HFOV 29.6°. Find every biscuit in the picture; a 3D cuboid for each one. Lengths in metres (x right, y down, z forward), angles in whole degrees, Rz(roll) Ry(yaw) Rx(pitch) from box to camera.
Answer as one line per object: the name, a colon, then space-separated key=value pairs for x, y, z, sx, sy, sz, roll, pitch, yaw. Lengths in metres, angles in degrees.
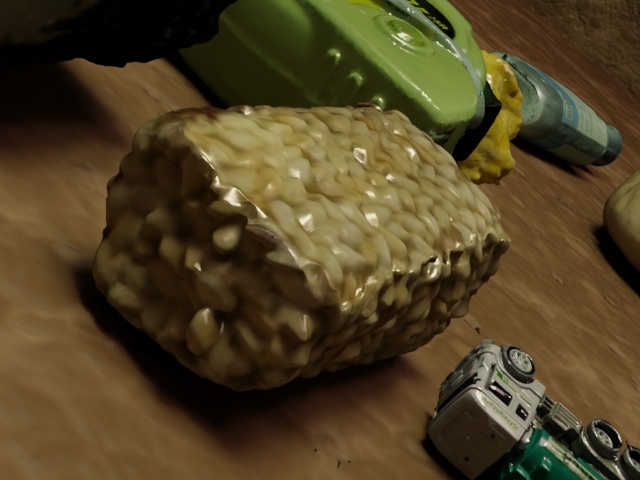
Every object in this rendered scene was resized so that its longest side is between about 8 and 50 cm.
biscuit: x=0.000 y=0.000 z=0.386 sx=0.082 sy=0.070 sz=0.168 roll=42 pitch=20 yaw=17

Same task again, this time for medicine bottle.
medicine bottle: x=0.210 y=-0.108 z=1.075 sx=0.208 sy=0.053 sz=0.090 roll=17 pitch=28 yaw=-54

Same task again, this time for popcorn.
popcorn: x=0.074 y=-0.072 z=0.723 sx=0.084 sy=0.084 sz=0.084 roll=35 pitch=19 yaw=-14

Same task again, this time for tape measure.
tape measure: x=0.007 y=-0.089 z=0.578 sx=0.177 sy=0.087 sz=0.154 roll=44 pitch=31 yaw=18

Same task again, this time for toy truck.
toy truck: x=0.074 y=0.076 z=0.405 sx=0.083 sy=0.039 sz=0.044 roll=42 pitch=32 yaw=1

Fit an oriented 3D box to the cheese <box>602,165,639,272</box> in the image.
cheese: x=0.312 y=0.007 z=0.909 sx=0.235 sy=0.117 sz=0.218 roll=28 pitch=20 yaw=-42

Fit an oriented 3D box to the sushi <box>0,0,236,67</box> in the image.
sushi: x=-0.122 y=-0.147 z=0.404 sx=0.225 sy=0.124 sz=0.127 roll=37 pitch=17 yaw=9
